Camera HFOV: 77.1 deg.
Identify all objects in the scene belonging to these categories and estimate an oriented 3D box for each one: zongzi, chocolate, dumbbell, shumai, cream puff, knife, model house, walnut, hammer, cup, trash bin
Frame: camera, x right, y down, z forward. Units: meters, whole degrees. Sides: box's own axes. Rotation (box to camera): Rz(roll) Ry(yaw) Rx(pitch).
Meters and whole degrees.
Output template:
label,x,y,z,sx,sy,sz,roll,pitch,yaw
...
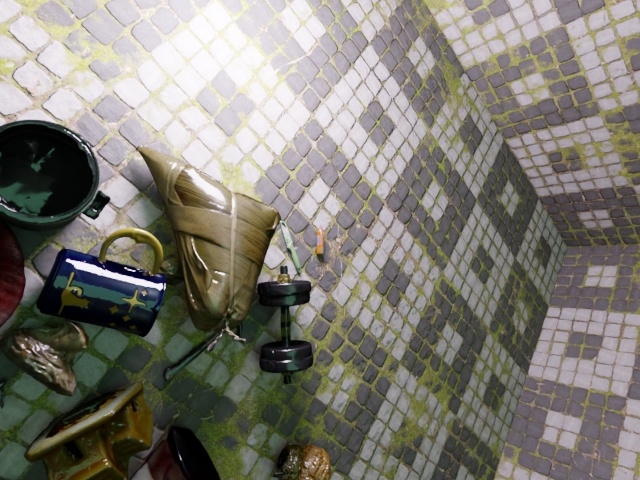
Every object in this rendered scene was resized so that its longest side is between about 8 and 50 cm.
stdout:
label,x,y,z,sx,sy,sz,roll,pitch,yaw
zongzi,-0.383,0.030,1.113,0.466,0.218,0.500,27,53,-20
chocolate,-0.395,0.670,1.076,0.186,0.283,0.284,-31,106,-15
dumbbell,-0.117,0.277,1.333,0.185,0.185,0.389,-1,87,-36
shumai,-0.637,0.264,0.965,0.209,0.161,0.153,38,64,2
cream puff,-0.076,0.773,1.352,0.168,0.183,0.184,33,68,-17
knife,-0.109,0.026,1.461,0.030,0.014,0.207,-24,100,-35
model house,-0.544,0.525,1.009,0.267,0.173,0.239,-21,98,-33
walnut,-0.432,0.090,1.178,0.092,0.092,0.092,3,85,-36
hammer,-0.359,0.324,1.245,0.287,0.033,0.111,-38,108,-31
cup,-0.545,0.094,1.039,0.256,0.178,0.255,24,70,-31
trash bin,-0.645,-0.135,0.923,0.277,0.262,0.217,40,66,-27

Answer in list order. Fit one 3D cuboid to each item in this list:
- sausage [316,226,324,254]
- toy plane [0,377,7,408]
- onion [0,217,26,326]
label,x,y,z,sx,sy,sz,roll,pitch,yaw
sausage,0.000,0.000,1.530,0.031,0.031,0.107,5,84,-36
toy plane,-0.770,0.358,0.942,0.078,0.031,0.083,46,63,-25
onion,-0.793,0.059,0.790,0.347,0.285,0.348,6,74,-19
